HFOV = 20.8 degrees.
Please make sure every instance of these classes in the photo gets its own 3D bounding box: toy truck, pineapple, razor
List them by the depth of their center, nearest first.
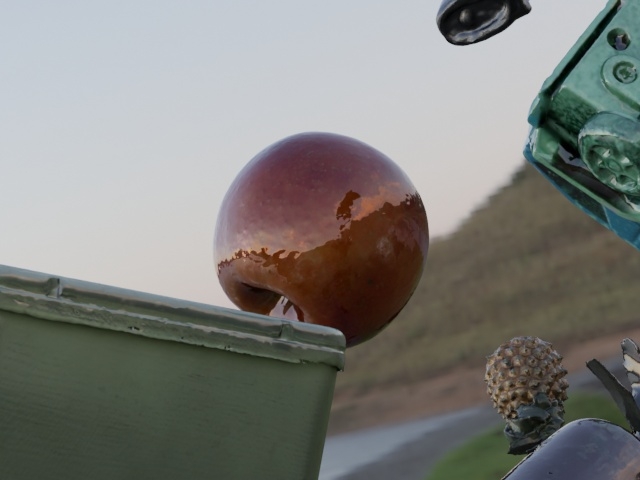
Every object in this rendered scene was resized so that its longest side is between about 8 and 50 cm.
[{"bbox_3d":[0.281,-0.046,1.166,0.155,0.279,0.156,-51,-8,-22],"label":"toy truck"},{"bbox_3d":[0.152,-0.216,1.489,0.090,0.054,0.148,-26,11,32],"label":"razor"},{"bbox_3d":[0.284,0.239,2.222,0.119,0.277,0.130,-34,-54,13],"label":"pineapple"}]

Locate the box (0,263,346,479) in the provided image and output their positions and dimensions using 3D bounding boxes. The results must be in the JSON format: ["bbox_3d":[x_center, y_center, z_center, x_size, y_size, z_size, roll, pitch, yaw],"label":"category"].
[{"bbox_3d":[-0.178,0.210,1.399,0.352,0.343,0.177,13,-10,-31],"label":"box"}]

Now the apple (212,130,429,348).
[{"bbox_3d":[0.000,0.000,1.757,0.201,0.218,0.218,-55,17,-26],"label":"apple"}]

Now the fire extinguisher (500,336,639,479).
[{"bbox_3d":[0.097,0.142,0.843,0.268,0.089,0.072,-33,2,-40],"label":"fire extinguisher"}]
